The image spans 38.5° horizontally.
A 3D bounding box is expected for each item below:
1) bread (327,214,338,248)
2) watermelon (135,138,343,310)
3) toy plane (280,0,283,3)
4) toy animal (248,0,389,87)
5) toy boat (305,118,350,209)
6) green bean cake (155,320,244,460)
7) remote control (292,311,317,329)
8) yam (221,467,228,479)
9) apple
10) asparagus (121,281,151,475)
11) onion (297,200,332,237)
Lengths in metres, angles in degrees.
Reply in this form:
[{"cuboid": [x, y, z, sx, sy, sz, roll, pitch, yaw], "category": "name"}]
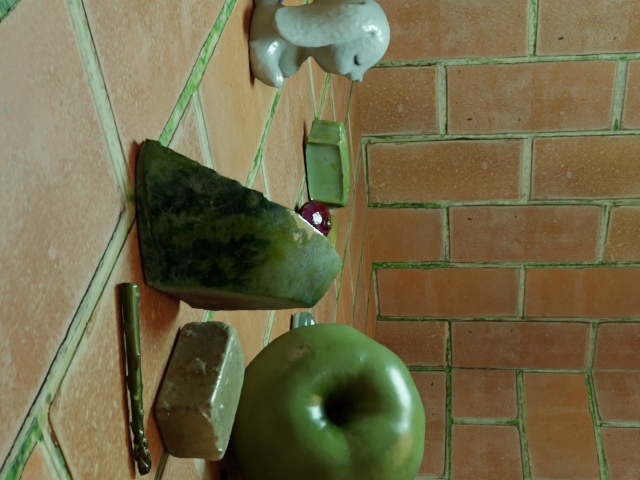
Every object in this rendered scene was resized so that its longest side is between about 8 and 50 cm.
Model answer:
[{"cuboid": [0.000, 0.000, 2.339, 0.189, 0.078, 0.114, -87, -167, -53], "category": "bread"}, {"cuboid": [-0.130, -0.015, 1.243, 0.310, 0.232, 0.193, 15, 71, -34], "category": "watermelon"}, {"cuboid": [-0.091, -0.543, 1.879, 0.167, 0.062, 0.054, 95, -2, -67], "category": "toy plane"}, {"cuboid": [0.004, -0.413, 1.822, 0.271, 0.265, 0.205, -54, 142, -72], "category": "toy animal"}, {"cuboid": [0.020, -0.181, 2.403, 0.084, 0.111, 0.276, -71, 163, -51], "category": "toy boat"}, {"cuboid": [-0.163, 0.207, 1.277, 0.179, 0.085, 0.109, -77, 163, -52], "category": "green bean cake"}, {"cuboid": [-0.037, 0.341, 2.154, 0.128, 0.066, 0.335, 62, 29, -66], "category": "remote control"}, {"cuboid": [-0.158, 0.431, 1.529, 0.014, 0.014, 0.107, -45, 134, -78], "category": "yam"}, {"cuboid": [0.005, 0.323, 1.589, 0.357, 0.358, 0.357, 0, 90, -81], "category": "apple"}, {"cuboid": [-0.222, 0.170, 1.103, 0.024, 0.025, 0.248, 13, -72, 55], "category": "asparagus"}, {"cuboid": [-0.014, -0.044, 2.237, 0.107, 0.097, 0.107, -21, 113, -60], "category": "onion"}]
